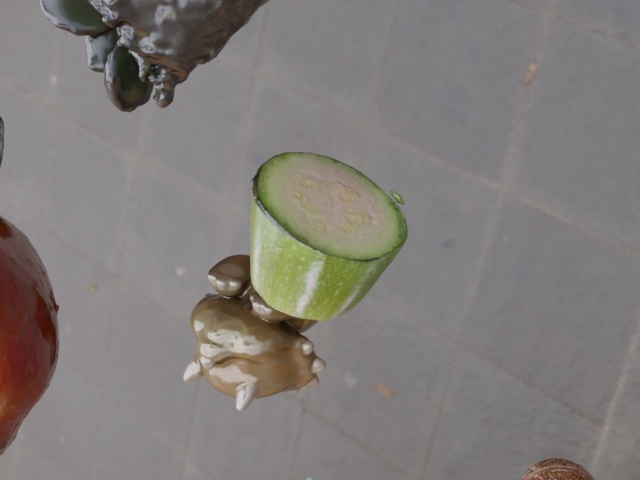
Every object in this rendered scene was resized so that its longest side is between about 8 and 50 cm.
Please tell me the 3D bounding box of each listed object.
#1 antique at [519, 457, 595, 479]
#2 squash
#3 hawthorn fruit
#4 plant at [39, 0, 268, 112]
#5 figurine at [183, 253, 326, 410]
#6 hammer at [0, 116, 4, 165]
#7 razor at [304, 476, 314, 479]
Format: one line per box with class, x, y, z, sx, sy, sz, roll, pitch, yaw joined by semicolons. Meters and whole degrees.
antique;0.280;0.305;1.514;0.104;0.104;0.104;12;108;42
squash;0.000;0.000;1.332;0.170;0.170;0.122;41;131;30
hawthorn fruit;-0.301;0.088;0.902;0.300;0.254;0.254;-142;53;-59
plant;-0.184;-0.304;1.522;0.276;0.199;0.188;-35;32;15
figurine;-0.062;0.104;1.580;0.177;0.247;0.173;16;118;12
hammer;-0.407;-0.070;1.284;0.227;0.041;0.158;-16;65;29
razor;-0.101;0.377;1.469;0.056;0.278;0.111;38;156;12
